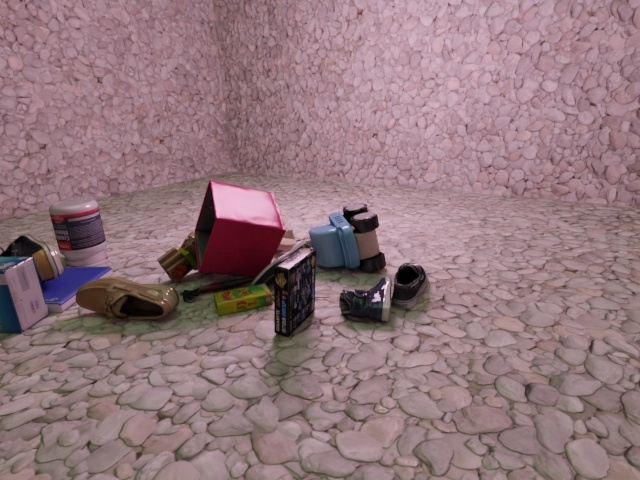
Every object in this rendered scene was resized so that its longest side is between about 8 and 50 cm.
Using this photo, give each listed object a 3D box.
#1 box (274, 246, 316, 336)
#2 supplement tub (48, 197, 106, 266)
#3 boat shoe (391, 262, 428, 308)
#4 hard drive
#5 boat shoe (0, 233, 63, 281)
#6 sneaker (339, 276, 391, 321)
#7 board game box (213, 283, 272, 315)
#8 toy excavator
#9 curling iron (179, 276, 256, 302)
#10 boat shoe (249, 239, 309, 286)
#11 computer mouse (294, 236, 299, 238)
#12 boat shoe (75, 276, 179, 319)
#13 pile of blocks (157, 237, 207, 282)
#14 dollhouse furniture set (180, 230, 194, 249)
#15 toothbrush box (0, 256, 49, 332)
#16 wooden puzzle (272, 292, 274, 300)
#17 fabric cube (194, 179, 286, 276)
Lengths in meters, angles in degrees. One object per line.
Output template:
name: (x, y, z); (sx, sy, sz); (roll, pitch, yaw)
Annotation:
box: (-0.073, 0.150, 1.238); (0.051, 0.220, 0.175); (11, 23, 23)
supplement tub: (-1.078, -0.040, 1.854); (0.191, 0.272, 0.191); (-3, 19, 1)
boat shoe: (0.308, 0.126, 1.437); (0.108, 0.102, 0.301); (6, 21, 24)
hard drive: (-0.969, 0.178, 1.558); (0.211, 0.040, 0.318); (-1, 19, 4)
boat shoe: (-1.145, 0.083, 1.593); (0.501, 0.186, 0.156); (4, 23, 45)
sneaker: (0.147, 0.176, 1.339); (0.164, 0.086, 0.226); (4, 21, 10)
board game box: (-0.262, 0.198, 1.398); (0.182, 0.043, 0.092); (-9, 20, -19)
toy excavator: (0.000, 0.000, 1.736); (0.446, 0.222, 0.433); (-14, 19, -5)
curling iron: (-0.365, 0.174, 1.497); (0.274, 0.035, 0.068); (-12, 25, -23)
boat shoe: (-0.133, 0.106, 1.555); (0.303, 0.091, 0.114); (-40, -4, -34)
computer mouse: (-0.119, 0.000, 1.985); (0.242, 0.041, 0.071); (4, 17, 0)
boat shoe: (-0.643, 0.194, 1.341); (0.342, 0.121, 0.110); (0, 18, 5)
pile of blocks: (-0.453, 0.063, 1.659); (0.362, 0.148, 0.113); (-17, 23, -38)
dollhouse furniture set: (-0.556, 0.066, 1.853); (0.151, 0.123, 0.144); (31, 16, -10)
toothbrush box: (-1.068, 0.171, 1.324); (0.296, 0.216, 0.126); (-2, 18, 6)
wooden puzzle: (-0.127, 0.196, 1.430); (0.079, 0.014, 0.116); (-20, 26, -40)
fabric cube: (-0.316, -0.039, 1.576); (0.258, 0.259, 0.254); (9, 35, -28)
